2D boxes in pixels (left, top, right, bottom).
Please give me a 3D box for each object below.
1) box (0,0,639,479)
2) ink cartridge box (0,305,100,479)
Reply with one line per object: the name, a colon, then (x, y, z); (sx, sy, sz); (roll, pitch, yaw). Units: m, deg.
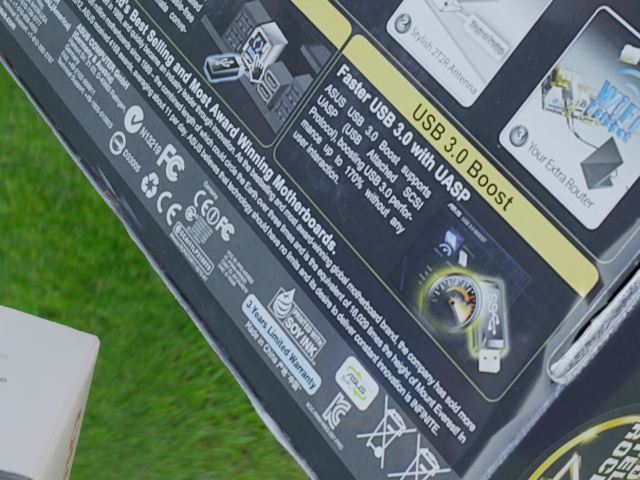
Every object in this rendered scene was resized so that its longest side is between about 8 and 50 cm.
box: (0.032, -0.138, 0.566); (0.318, 0.097, 0.395); (-54, 51, 17)
ink cartridge box: (-0.206, 0.188, 0.747); (0.129, 0.307, 0.223); (17, 120, -1)
